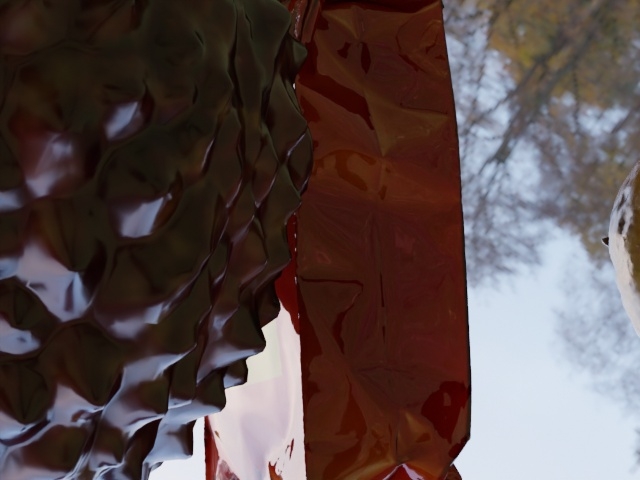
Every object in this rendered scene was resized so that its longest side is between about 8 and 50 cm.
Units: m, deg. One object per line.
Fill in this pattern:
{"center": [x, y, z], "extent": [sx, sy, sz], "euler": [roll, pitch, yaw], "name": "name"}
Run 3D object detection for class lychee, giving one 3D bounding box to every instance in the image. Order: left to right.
{"center": [-0.220, -0.076, 0.615], "extent": [0.425, 0.425, 0.499], "euler": [-10, -98, -52], "name": "lychee"}

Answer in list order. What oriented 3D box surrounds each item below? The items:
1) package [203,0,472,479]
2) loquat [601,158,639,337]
{"center": [0.000, 0.001, 0.780], "extent": [0.123, 0.196, 0.423], "euler": [4, -107, -26], "name": "package"}
{"center": [0.286, -0.001, 0.769], "extent": [0.176, 0.234, 0.187], "euler": [52, -130, -36], "name": "loquat"}
